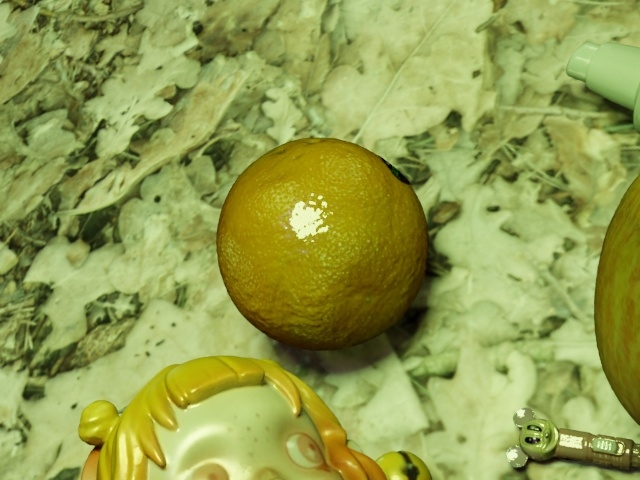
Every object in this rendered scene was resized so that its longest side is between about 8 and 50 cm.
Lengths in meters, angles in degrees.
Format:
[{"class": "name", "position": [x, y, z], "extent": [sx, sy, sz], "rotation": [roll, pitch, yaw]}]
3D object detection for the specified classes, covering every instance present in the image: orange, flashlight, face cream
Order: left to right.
[{"class": "orange", "position": [0.000, 0.000, 0.814], "extent": [0.206, 0.206, 0.206], "rotation": [-12, 57, 19]}, {"class": "flashlight", "position": [0.205, 0.164, 0.716], "extent": [0.110, 0.031, 0.052], "rotation": [4, 63, 27]}, {"class": "face cream", "position": [0.331, -0.125, 0.787], "extent": [0.251, 0.101, 0.101], "rotation": [30, 77, 35]}]

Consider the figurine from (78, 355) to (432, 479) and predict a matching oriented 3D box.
[{"class": "figurine", "position": [-0.064, 0.228, 0.705], "extent": [0.320, 0.196, 0.323], "rotation": [-8, 56, -32]}]

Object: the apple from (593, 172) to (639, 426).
[{"class": "apple", "position": [0.313, 0.026, 0.591], "extent": [0.264, 0.264, 0.264], "rotation": [-12, 57, 19]}]

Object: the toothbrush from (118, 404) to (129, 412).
[{"class": "toothbrush", "position": [-0.193, 0.170, 0.914], "extent": [0.097, 0.008, 0.006], "rotation": [-20, 69, 12]}]
